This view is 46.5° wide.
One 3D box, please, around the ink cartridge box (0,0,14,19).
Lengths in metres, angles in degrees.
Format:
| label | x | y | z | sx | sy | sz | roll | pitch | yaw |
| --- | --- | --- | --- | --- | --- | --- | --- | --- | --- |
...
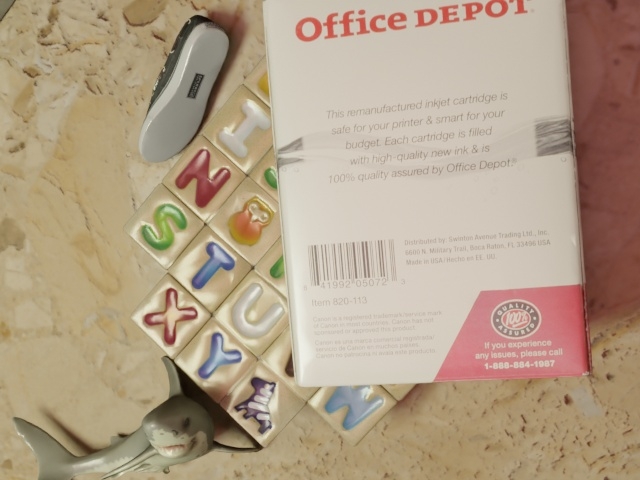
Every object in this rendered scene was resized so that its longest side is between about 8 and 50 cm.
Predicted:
| label | x | y | z | sx | sy | sz | roll | pitch | yaw |
| --- | --- | --- | --- | --- | --- | --- | --- | --- | --- |
| ink cartridge box | -0.404 | -0.201 | 0.667 | 0.153 | 0.208 | 0.087 | -43 | 88 | 21 |

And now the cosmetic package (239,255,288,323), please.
| label | x | y | z | sx | sy | sz | roll | pitch | yaw |
| --- | --- | --- | --- | --- | --- | --- | --- | --- | --- |
| cosmetic package | -0.082 | 0.059 | 0.696 | 0.115 | 0.041 | 0.060 | -24 | 90 | 21 |

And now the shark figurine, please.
| label | x | y | z | sx | sy | sz | roll | pitch | yaw |
| --- | --- | --- | --- | --- | --- | --- | --- | --- | --- |
| shark figurine | -0.177 | 0.178 | 0.739 | 0.278 | 0.166 | 0.116 | -25 | 66 | 38 |

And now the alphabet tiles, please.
| label | x | y | z | sx | sy | sz | roll | pitch | yaw |
| --- | --- | --- | --- | --- | --- | --- | --- | --- | --- |
| alphabet tiles | 0.000 | 0.000 | 0.639 | 0.285 | 0.011 | 0.342 | 43 | 99 | 7 |

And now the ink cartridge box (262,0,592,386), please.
| label | x | y | z | sx | sy | sz | roll | pitch | yaw |
| --- | --- | --- | --- | --- | --- | --- | --- | --- | --- |
| ink cartridge box | 0.080 | -0.044 | 0.556 | 0.207 | 0.117 | 0.283 | -4 | 92 | 11 |

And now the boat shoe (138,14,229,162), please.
| label | x | y | z | sx | sy | sz | roll | pitch | yaw |
| --- | --- | --- | --- | --- | --- | --- | --- | --- | --- |
| boat shoe | -0.127 | -0.137 | 0.676 | 0.142 | 0.049 | 0.040 | -57 | 47 | 21 |
